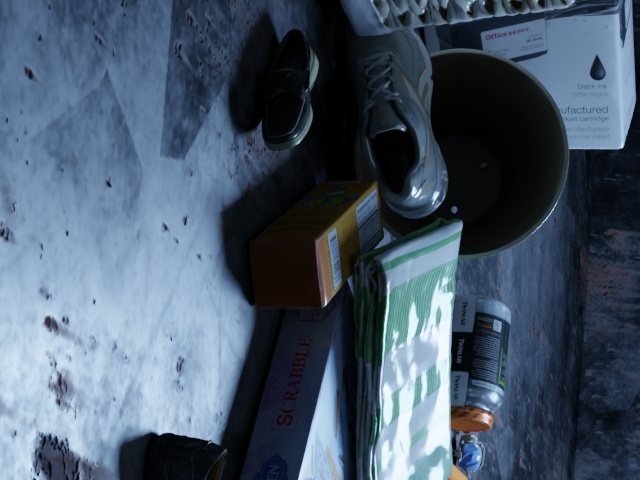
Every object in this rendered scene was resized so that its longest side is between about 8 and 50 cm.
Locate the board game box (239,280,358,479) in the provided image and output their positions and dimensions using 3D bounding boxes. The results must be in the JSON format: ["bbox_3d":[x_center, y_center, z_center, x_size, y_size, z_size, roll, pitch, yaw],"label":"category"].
[{"bbox_3d":[0.002,0.258,1.531,0.318,0.066,0.318,70,27,-48],"label":"board game box"}]

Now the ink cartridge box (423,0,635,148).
[{"bbox_3d":[0.300,-0.341,2.040,0.166,0.286,0.394,-62,148,-53],"label":"ink cartridge box"}]

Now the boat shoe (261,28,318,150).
[{"bbox_3d":[-0.036,-0.153,1.412,0.152,0.056,0.049,-84,159,-44],"label":"boat shoe"}]

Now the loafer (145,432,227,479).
[{"bbox_3d":[-0.114,0.249,1.182,0.062,0.061,0.170,-1,93,-73],"label":"loafer"}]

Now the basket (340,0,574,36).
[{"bbox_3d":[0.134,-0.448,1.530,0.328,0.267,0.331,60,36,-50],"label":"basket"}]

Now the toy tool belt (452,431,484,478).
[{"bbox_3d":[0.242,0.343,2.295,0.051,0.052,0.083,-69,154,-65],"label":"toy tool belt"}]

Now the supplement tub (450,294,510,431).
[{"bbox_3d":[0.222,0.186,2.115,0.117,0.117,0.190,53,41,-62],"label":"supplement tub"}]

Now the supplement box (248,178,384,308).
[{"bbox_3d":[0.000,0.000,1.488,0.233,0.078,0.080,-42,128,-66],"label":"supplement box"}]

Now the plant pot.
[{"bbox_3d":[0.179,-0.092,1.815,0.274,0.257,0.256,48,45,-83],"label":"plant pot"}]

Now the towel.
[{"bbox_3d":[0.104,0.151,1.584,0.248,0.038,0.324,-24,116,-60],"label":"towel"}]

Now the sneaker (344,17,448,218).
[{"bbox_3d":[0.082,-0.158,1.622,0.121,0.099,0.262,10,63,-73],"label":"sneaker"}]

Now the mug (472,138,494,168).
[{"bbox_3d":[0.219,-0.132,1.996,0.113,0.169,0.150,72,27,-47],"label":"mug"}]

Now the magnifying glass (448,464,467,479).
[{"bbox_3d":[0.164,0.314,2.035,0.231,0.026,0.092,50,39,-51],"label":"magnifying glass"}]
